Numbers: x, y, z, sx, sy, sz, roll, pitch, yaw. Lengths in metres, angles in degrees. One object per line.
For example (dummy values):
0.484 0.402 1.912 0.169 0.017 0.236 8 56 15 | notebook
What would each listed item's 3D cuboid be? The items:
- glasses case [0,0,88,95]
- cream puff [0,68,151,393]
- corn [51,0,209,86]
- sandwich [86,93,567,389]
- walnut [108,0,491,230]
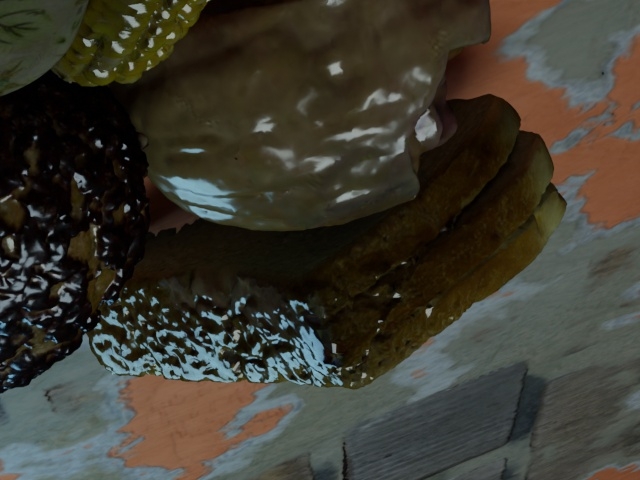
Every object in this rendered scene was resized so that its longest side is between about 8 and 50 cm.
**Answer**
-0.127 -0.213 0.668 0.156 0.098 0.425 5 137 -20 | glasses case
-0.206 -0.003 1.028 0.239 0.165 0.239 -15 154 -7 | cream puff
-0.051 -0.185 0.880 0.097 0.097 0.320 -1 146 -43 | corn
0.002 0.004 1.267 0.288 0.100 0.254 -4 -149 49 | sandwich
-0.013 -0.079 1.095 0.204 0.141 0.238 -5 148 -29 | walnut
